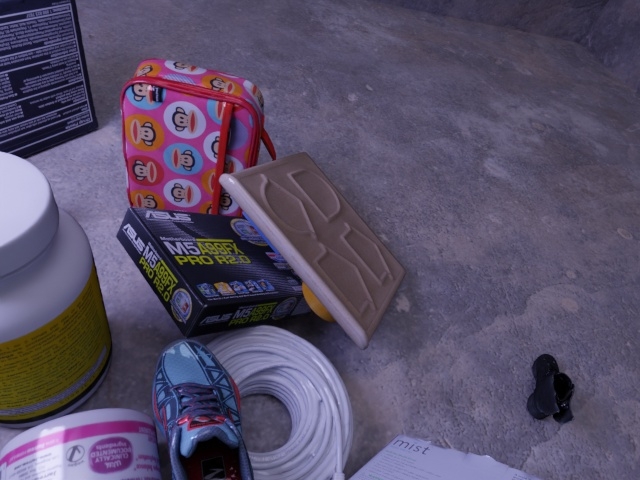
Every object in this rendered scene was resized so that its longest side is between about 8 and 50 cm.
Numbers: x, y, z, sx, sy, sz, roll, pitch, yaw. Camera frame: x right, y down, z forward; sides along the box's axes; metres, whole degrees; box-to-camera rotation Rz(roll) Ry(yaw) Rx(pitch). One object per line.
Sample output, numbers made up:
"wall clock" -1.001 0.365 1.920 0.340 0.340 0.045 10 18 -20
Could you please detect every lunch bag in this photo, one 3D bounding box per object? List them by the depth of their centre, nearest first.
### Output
"lunch bag" -0.210 -0.155 0.780 0.257 0.293 0.120 9 43 -11

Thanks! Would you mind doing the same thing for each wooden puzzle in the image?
"wooden puzzle" 0.000 0.000 0.756 0.322 0.080 0.348 50 24 1

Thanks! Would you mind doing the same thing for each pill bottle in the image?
"pill bottle" -0.231 0.335 0.427 0.160 0.160 0.283 -7 53 -24
"pill bottle" -0.357 0.070 0.499 0.187 0.334 0.188 10 48 -11

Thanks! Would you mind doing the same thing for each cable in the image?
"cable" -0.080 0.249 0.605 0.256 0.089 0.257 19 46 0

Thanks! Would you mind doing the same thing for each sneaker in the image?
"sneaker" -0.120 0.210 0.477 0.104 0.125 0.262 -11 53 -26
"sneaker" 0.415 0.255 0.765 0.051 0.089 0.170 32 48 11

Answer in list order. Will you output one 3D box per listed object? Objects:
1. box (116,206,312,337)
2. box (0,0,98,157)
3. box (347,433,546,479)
"box" -0.148 0.041 0.692 0.216 0.060 0.270 45 23 28
"box" -0.608 -0.316 0.784 0.182 0.294 0.296 34 48 15
"box" 0.135 0.338 0.443 0.231 0.261 0.127 -13 97 -47
